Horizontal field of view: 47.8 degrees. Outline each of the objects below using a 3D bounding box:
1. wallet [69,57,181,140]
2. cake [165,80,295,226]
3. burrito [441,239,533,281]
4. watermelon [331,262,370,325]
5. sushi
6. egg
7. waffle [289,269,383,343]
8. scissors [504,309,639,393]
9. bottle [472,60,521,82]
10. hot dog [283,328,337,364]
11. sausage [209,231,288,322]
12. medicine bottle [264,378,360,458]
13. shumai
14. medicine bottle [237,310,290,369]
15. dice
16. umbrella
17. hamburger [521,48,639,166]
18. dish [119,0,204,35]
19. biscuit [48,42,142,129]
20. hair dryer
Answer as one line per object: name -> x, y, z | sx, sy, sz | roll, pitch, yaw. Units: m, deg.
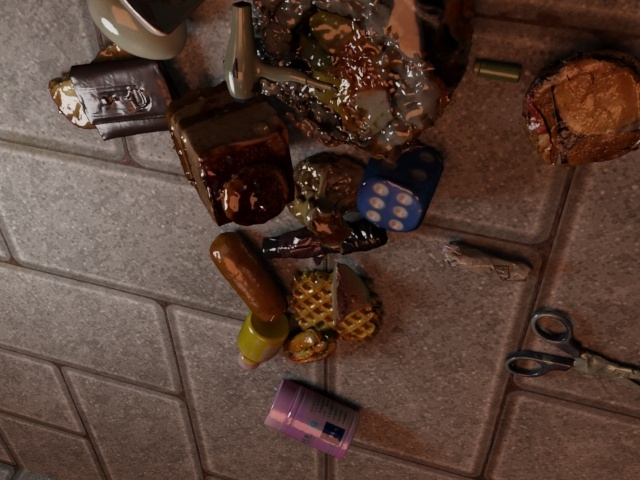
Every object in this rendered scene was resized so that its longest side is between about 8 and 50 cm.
wallet -> -0.405, -0.300, 1.534 | 0.229, 0.049, 0.182 | -3, 130, 20
cake -> -0.170, -0.163, 1.419 | 0.196, 0.293, 0.199 | -19, 130, -14
burrito -> 0.364, 0.050, 1.583 | 0.203, 0.064, 0.064 | 17, 136, 7
watermelon -> 0.065, 0.125, 1.738 | 0.101, 0.080, 0.155 | -11, 91, 3
sushi -> 0.064, -0.332, 1.257 | 0.417, 0.176, 0.418 | 14, 130, 17
egg -> -0.343, -0.431, 1.365 | 0.151, 0.151, 0.209 | -23, 127, 38
waffle -> 0.038, 0.172, 1.851 | 0.254, 0.052, 0.245 | 10, 133, 16
scissors -> 0.652, 0.301, 1.719 | 0.383, 0.029, 0.256 | 19, 137, 4
bottle -> 0.314, -0.302, 1.288 | 0.083, 0.030, 0.030 | 13, 135, 13
hot dog -> -0.035, 0.291, 1.932 | 0.104, 0.076, 0.250 | 29, 159, -15
sausage -> -0.182, 0.094, 1.832 | 0.108, 0.109, 0.270 | -14, 123, 34
medicine bottle -> -0.026, 0.528, 2.144 | 0.254, 0.152, 0.152 | 24, 137, 0
shumai -> 0.003, -0.083, 1.554 | 0.209, 0.153, 0.161 | -6, 135, 24
medicine bottle -> -0.170, 0.279, 1.991 | 0.121, 0.122, 0.212 | 27, 137, -2
dice -> 0.159, -0.113, 1.458 | 0.146, 0.146, 0.143 | 21, 139, 9
umbrella -> 0.000, 0.000, 1.672 | 0.326, 0.090, 0.094 | -7, 150, 29
hamburger -> 0.459, -0.231, 1.240 | 0.231, 0.107, 0.231 | 10, 131, 12
dish -> -0.280, -0.462, 1.274 | 0.077, 0.212, 0.151 | -11, 128, 50
biscuit -> -0.474, -0.336, 1.589 | 0.299, 0.045, 0.154 | -19, 123, 35
hair dryer -> -0.078, -0.315, 1.200 | 0.199, 0.067, 0.167 | 1, 122, 23
